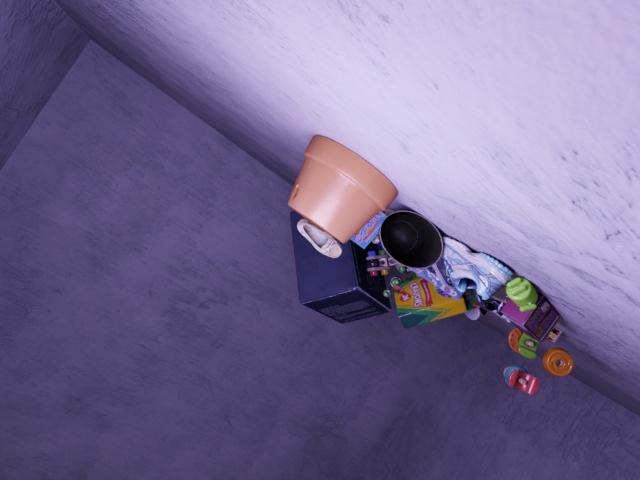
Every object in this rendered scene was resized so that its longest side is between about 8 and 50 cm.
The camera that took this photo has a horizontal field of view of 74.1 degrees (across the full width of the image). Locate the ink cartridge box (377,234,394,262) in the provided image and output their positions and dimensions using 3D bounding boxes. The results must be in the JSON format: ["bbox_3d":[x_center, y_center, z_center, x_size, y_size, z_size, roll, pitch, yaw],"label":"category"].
[{"bbox_3d":[0.396,0.040,2.328,0.206,0.045,0.208,34,153,37],"label":"ink cartridge box"}]

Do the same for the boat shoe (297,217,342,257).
[{"bbox_3d":[0.001,-0.002,1.157,0.153,0.056,0.048,43,-178,-19],"label":"boat shoe"}]

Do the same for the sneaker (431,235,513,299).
[{"bbox_3d":[0.408,0.077,1.237,0.110,0.122,0.283,35,180,-31],"label":"sneaker"}]

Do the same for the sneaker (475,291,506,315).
[{"bbox_3d":[0.622,0.206,1.584,0.081,0.091,0.232,34,180,-15],"label":"sneaker"}]

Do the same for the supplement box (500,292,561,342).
[{"bbox_3d":[0.631,0.221,1.270,0.188,0.104,0.080,35,180,-40],"label":"supplement box"}]

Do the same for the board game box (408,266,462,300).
[{"bbox_3d":[0.475,0.123,1.701,0.243,0.042,0.165,35,-147,17],"label":"board game box"}]

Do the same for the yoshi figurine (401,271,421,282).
[{"bbox_3d":[0.515,0.245,2.056,0.203,0.203,0.362,51,154,1],"label":"yoshi figurine"}]

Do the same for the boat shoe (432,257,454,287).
[{"bbox_3d":[0.474,0.105,1.482,0.102,0.108,0.301,34,174,41],"label":"boat shoe"}]

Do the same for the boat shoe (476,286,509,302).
[{"bbox_3d":[0.599,0.174,1.473,0.178,0.064,0.060,30,176,44],"label":"boat shoe"}]

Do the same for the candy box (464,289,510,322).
[{"bbox_3d":[0.706,0.251,1.798,0.164,0.070,0.196,35,-179,-12],"label":"candy box"}]

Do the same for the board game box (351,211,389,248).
[{"bbox_3d":[0.134,-0.089,1.627,0.210,0.160,0.047,34,-158,-10],"label":"board game box"}]

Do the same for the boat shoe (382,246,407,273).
[{"bbox_3d":[0.407,0.058,2.158,0.091,0.115,0.302,0,146,41],"label":"boat shoe"}]

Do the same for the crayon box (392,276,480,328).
[{"bbox_3d":[0.473,0.233,1.768,0.202,0.318,0.081,-89,-23,-57],"label":"crayon box"}]

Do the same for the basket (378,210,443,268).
[{"bbox_3d":[0.266,-0.011,1.356,0.204,0.154,0.227,35,-176,-3],"label":"basket"}]

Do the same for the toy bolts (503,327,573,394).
[{"bbox_3d":[0.782,0.456,1.580,0.218,0.229,0.158,26,179,7],"label":"toy bolts"}]

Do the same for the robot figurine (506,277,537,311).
[{"bbox_3d":[0.551,0.143,1.159,0.115,0.067,0.101,34,-152,-42],"label":"robot figurine"}]

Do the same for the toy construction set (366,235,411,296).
[{"bbox_3d":[0.337,0.061,1.998,0.309,0.257,0.237,55,-163,11],"label":"toy construction set"}]

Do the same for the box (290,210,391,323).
[{"bbox_3d":[0.103,0.109,2.088,0.471,0.297,0.481,41,-144,-57],"label":"box"}]

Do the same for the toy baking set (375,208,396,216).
[{"bbox_3d":[0.145,-0.135,1.486,0.256,0.030,0.196,8,161,31],"label":"toy baking set"}]

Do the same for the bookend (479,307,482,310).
[{"bbox_3d":[0.758,0.288,2.110,0.157,0.072,0.156,35,-179,32],"label":"bookend"}]

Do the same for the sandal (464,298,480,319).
[{"bbox_3d":[0.686,0.277,2.004,0.076,0.102,0.265,9,-147,-25],"label":"sandal"}]

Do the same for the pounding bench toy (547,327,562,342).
[{"bbox_3d":[0.848,0.339,1.581,0.065,0.052,0.083,34,180,8],"label":"pounding bench toy"}]

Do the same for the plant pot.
[{"bbox_3d":[0.043,-0.128,1.201,0.290,0.204,0.291,35,179,1],"label":"plant pot"}]
